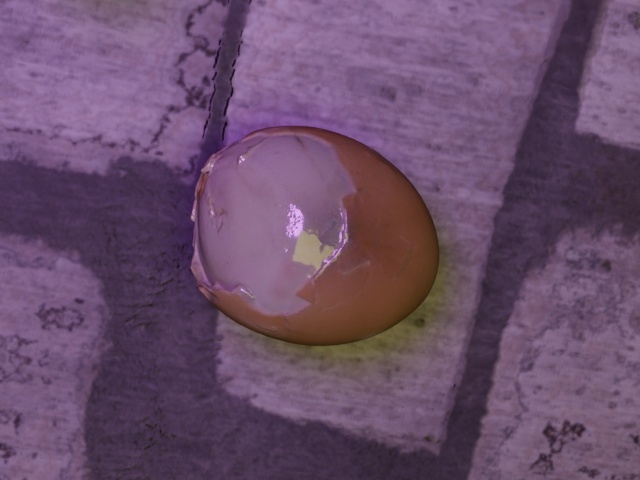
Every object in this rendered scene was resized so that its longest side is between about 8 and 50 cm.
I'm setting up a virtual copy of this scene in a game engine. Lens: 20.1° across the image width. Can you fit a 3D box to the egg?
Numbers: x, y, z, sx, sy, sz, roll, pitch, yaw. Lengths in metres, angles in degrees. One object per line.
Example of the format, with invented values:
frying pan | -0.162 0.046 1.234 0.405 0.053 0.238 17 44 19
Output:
egg | 0.000 0.000 1.683 0.244 0.201 0.201 18 102 -31
